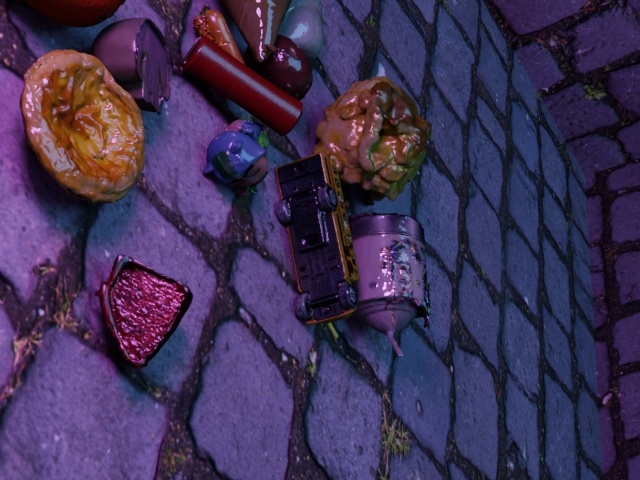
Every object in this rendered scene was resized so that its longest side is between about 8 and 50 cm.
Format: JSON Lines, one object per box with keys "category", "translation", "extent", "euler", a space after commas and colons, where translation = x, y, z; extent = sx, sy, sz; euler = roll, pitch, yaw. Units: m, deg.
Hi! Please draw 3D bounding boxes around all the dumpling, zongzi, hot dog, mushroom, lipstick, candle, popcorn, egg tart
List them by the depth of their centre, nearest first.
{"category": "egg tart", "translation": [-0.359, -0.162, 1.392], "extent": [0.241, 0.106, 0.241], "euler": [31, 51, -49]}
{"category": "mushroom", "translation": [-0.310, -0.288, 1.530], "extent": [0.188, 0.117, 0.141], "euler": [27, 74, -76]}
{"category": "lipstick", "translation": [-0.145, -0.290, 1.782], "extent": [0.241, 0.080, 0.080], "euler": [33, 43, -19]}
{"category": "zongzi", "translation": [-0.194, -0.603, 1.822], "extent": [0.447, 0.181, 0.418], "euler": [49, 30, -31]}
{"category": "hot dog", "translation": [-0.194, -0.364, 1.826], "extent": [0.055, 0.072, 0.188], "euler": [-35, 105, -38]}
{"category": "candle", "translation": [0.142, 0.104, 2.014], "extent": [0.187, 0.187, 0.330], "euler": [30, 51, -50]}
{"category": "dumpling", "translation": [-0.055, -0.480, 2.084], "extent": [0.217, 0.105, 0.149], "euler": [-4, 84, -60]}
{"category": "popcorn", "translation": [0.120, -0.222, 2.110], "extent": [0.293, 0.237, 0.292], "euler": [40, 38, -41]}

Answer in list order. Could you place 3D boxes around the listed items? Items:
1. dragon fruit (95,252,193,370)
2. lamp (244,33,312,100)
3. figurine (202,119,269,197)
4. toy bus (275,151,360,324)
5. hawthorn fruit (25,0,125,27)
{"category": "dragon fruit", "translation": [-0.275, 0.112, 1.421], "extent": [0.127, 0.121, 0.161], "euler": [106, 9, -70]}
{"category": "lamp", "translation": [-0.094, -0.343, 1.926], "extent": [0.157, 0.135, 0.156], "euler": [49, -10, -7]}
{"category": "figurine", "translation": [-0.141, -0.158, 1.771], "extent": [0.144, 0.114, 0.178], "euler": [58, 23, -26]}
{"category": "toy bus", "translation": [0.000, 0.000, 1.902], "extent": [0.123, 0.121, 0.335], "euler": [19, 57, -64]}
{"category": "hawthorn fruit", "translation": [-0.403, -0.450, 1.395], "extent": [0.299, 0.211, 0.211], "euler": [26, 52, -38]}
